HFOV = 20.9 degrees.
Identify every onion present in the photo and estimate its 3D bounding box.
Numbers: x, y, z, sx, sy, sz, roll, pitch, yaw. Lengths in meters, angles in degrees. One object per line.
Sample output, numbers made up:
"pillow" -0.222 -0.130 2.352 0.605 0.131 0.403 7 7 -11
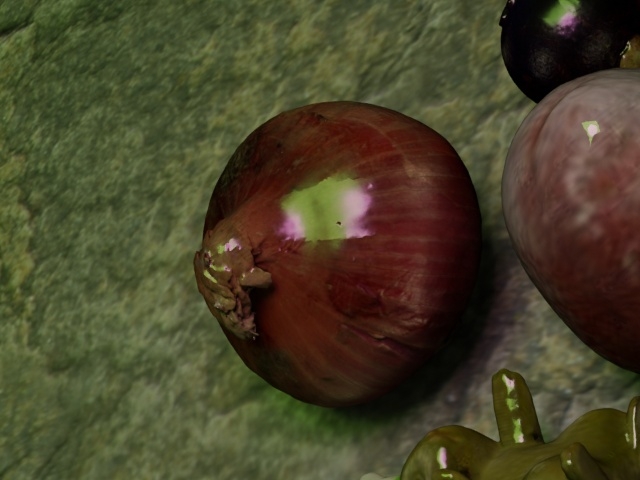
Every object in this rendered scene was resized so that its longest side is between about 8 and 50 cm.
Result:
"onion" 0.017 0.013 1.916 0.353 0.353 0.354 -20 50 26

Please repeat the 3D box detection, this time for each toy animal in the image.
"toy animal" 0.157 0.243 1.705 0.363 0.180 0.181 -1 24 31

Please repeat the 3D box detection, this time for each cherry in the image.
"cherry" 0.325 -0.035 1.691 0.291 0.335 0.326 -45 18 25

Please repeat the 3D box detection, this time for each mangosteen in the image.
"mangosteen" 0.314 -0.225 1.934 0.230 0.194 0.194 19 69 7
